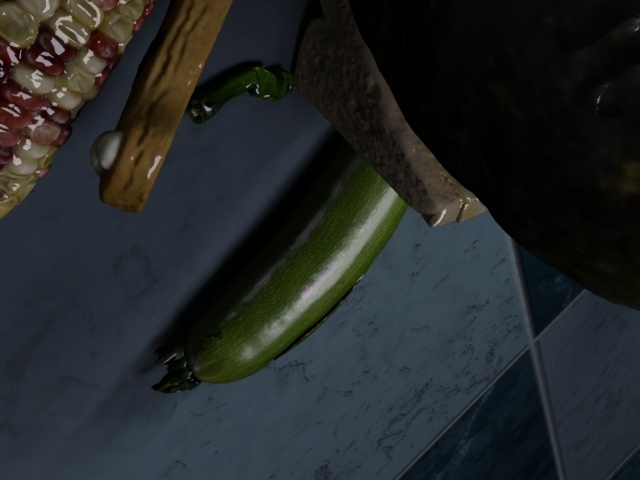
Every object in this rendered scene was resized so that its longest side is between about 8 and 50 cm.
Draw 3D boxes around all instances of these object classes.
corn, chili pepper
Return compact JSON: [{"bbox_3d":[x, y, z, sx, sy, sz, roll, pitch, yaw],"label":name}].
[{"bbox_3d":[-0.100,-0.135,0.484,0.290,0.098,0.098,-53,152,11],"label":"corn"},{"bbox_3d":[-0.044,-0.092,0.704,0.083,0.022,0.027,-23,110,-38],"label":"chili pepper"}]

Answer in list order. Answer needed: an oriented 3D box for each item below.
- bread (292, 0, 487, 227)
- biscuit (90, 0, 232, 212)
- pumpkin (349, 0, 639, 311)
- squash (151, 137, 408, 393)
[{"bbox_3d":[0.058,-0.097,0.707,0.077,0.152,0.105,-25,149,-38],"label":"bread"},{"bbox_3d":[-0.053,-0.125,0.551,0.240,0.035,0.158,-68,-168,-6],"label":"biscuit"},{"bbox_3d":[0.228,-0.173,0.525,0.454,0.454,0.344,-51,156,6],"label":"pumpkin"},{"bbox_3d":[0.002,0.000,0.828,0.318,0.071,0.080,-51,151,6],"label":"squash"}]
